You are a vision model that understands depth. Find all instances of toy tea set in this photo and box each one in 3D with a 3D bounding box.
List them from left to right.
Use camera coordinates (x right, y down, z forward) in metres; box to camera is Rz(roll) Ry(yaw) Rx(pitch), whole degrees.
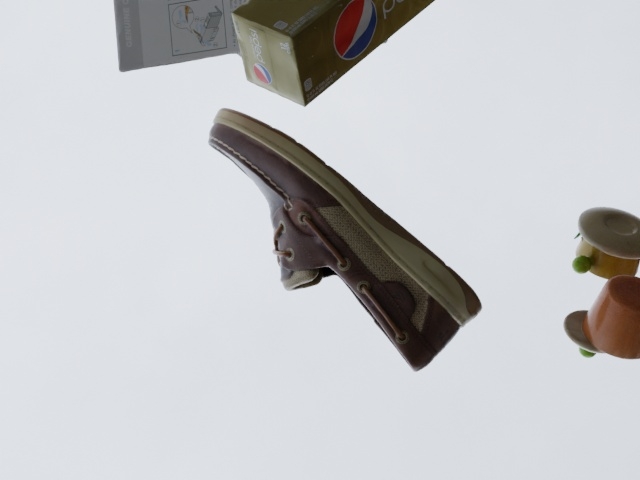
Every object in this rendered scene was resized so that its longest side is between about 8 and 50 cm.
[{"bbox_3d":[0.371,0.050,1.521,0.336,0.124,0.200,-13,-138,-32],"label":"toy tea set"}]

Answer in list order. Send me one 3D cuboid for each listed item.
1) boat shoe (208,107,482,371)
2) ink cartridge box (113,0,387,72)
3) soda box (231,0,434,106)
[{"bbox_3d":[0.000,0.000,1.453,0.342,0.123,0.123,40,-92,9],"label":"boat shoe"},{"bbox_3d":[-0.078,-0.320,1.383,0.066,0.261,0.296,3,-99,-69],"label":"ink cartridge box"},{"bbox_3d":[0.023,-0.174,1.002,0.181,0.058,0.061,-42,-39,-28],"label":"soda box"}]
